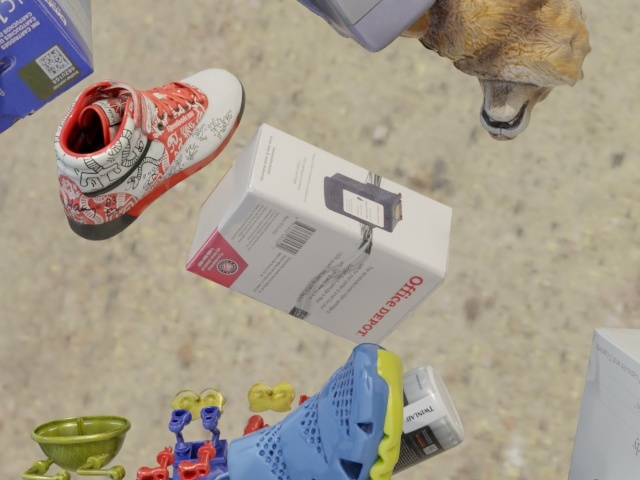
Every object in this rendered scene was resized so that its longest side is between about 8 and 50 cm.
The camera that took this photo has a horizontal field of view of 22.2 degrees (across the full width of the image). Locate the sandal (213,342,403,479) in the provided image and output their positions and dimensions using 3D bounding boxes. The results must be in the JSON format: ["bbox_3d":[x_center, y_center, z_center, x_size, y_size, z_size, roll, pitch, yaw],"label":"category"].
[{"bbox_3d":[-0.024,0.212,1.467,0.126,0.138,0.317,-83,18,-56],"label":"sandal"}]

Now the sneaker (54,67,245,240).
[{"bbox_3d":[-0.178,-0.130,1.739,0.090,0.145,0.270,30,59,25],"label":"sneaker"}]

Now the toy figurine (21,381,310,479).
[{"bbox_3d":[-0.174,0.328,2.043,0.191,0.362,0.217,-86,-12,-65],"label":"toy figurine"}]

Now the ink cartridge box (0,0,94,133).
[{"bbox_3d":[-0.420,-0.237,1.981,0.270,0.151,0.395,-32,30,9],"label":"ink cartridge box"}]

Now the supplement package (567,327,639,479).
[{"bbox_3d":[0.298,0.218,1.148,0.199,0.198,0.262,-135,51,-68],"label":"supplement package"}]

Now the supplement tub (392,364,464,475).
[{"bbox_3d":[0.083,0.250,2.137,0.190,0.117,0.117,-26,47,8],"label":"supplement tub"}]

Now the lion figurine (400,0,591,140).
[{"bbox_3d":[0.018,-0.220,1.209,0.392,0.240,0.142,33,104,12],"label":"lion figurine"}]

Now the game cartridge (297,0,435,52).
[{"bbox_3d":[0.047,-0.216,0.813,0.230,0.068,0.355,-38,25,-1],"label":"game cartridge"}]

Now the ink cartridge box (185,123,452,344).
[{"bbox_3d":[0.000,0.000,1.763,0.172,0.237,0.100,-49,23,47],"label":"ink cartridge box"}]
